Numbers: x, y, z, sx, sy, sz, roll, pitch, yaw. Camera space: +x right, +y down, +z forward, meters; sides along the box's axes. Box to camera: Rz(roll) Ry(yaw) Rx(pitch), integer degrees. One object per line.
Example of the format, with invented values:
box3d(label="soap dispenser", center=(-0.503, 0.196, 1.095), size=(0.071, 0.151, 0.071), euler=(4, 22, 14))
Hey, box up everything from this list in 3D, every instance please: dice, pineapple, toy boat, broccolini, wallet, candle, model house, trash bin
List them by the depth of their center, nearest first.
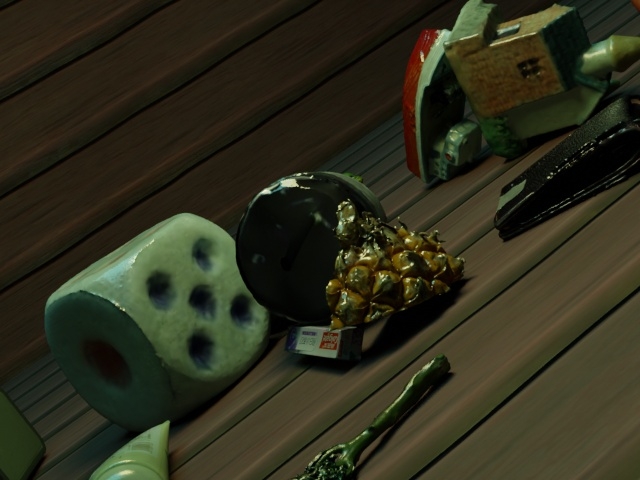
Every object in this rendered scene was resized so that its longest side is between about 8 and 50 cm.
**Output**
box3d(label="broccolini", center=(0.047, 0.187, 1.022), size=(0.071, 0.057, 0.254), euler=(27, 51, 28))
box3d(label="pineapple", center=(0.105, 0.013, 1.352), size=(0.140, 0.164, 0.250), euler=(-14, -2, 33))
box3d(label="wallet", center=(0.366, -0.112, 1.473), size=(0.262, 0.071, 0.221), euler=(-36, 8, 21))
box3d(label="candle", center=(0.000, 0.000, 1.584), size=(0.221, 0.221, 0.342), euler=(-31, 0, 11))
box3d(label="dice", center=(-0.261, 0.131, 1.649), size=(0.268, 0.264, 0.262), euler=(-25, 12, 44))
box3d(label="trash bin", center=(-0.682, 0.441, 1.787), size=(0.343, 0.158, 0.223), euler=(-37, 8, 4))
box3d(label="model house", center=(0.429, -0.323, 1.805), size=(0.325, 0.267, 0.194), euler=(-11, 33, 33))
box3d(label="toy boat", center=(0.247, -0.263, 1.975), size=(0.133, 0.331, 0.145), euler=(29, 50, 34))

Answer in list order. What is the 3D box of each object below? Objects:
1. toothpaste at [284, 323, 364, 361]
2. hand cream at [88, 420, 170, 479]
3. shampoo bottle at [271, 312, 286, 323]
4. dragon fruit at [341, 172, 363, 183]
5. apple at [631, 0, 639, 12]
box3d(label="toothpaste", center=(0.003, 0.137, 1.397), size=(0.040, 0.047, 0.196), euler=(10, -6, -21))
box3d(label="hand cream", center=(-0.244, 0.299, 1.275), size=(0.147, 0.093, 0.306), euler=(-39, 9, -8))
box3d(label="shampoo bottle", center=(-0.116, 0.114, 1.796), size=(0.234, 0.087, 0.118), euler=(-23, 9, 44))
box3d(label="dragon fruit", center=(-0.001, -0.021, 1.977), size=(0.295, 0.130, 0.268), euler=(-39, 11, -32))
box3d(label="apple", center=(0.720, -0.577, 1.876), size=(0.364, 0.364, 0.364), euler=(-32, 10, 6))
